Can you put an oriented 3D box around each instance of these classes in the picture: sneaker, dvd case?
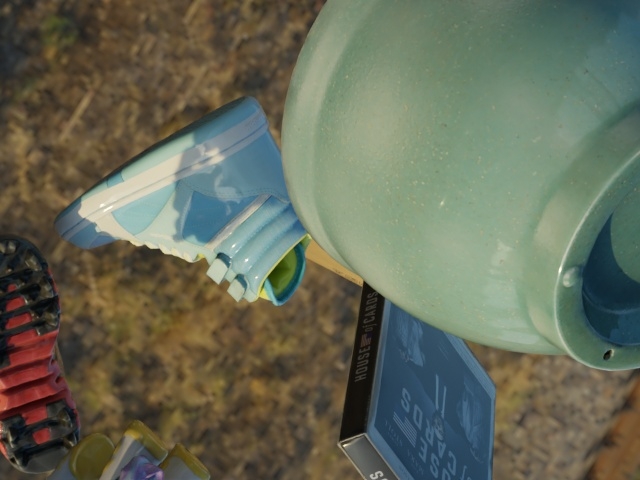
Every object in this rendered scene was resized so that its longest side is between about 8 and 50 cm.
[{"bbox_3d":[-0.136,-0.002,1.644,0.319,0.208,0.127,-24,-166,44],"label":"sneaker"},{"bbox_3d":[-0.324,0.107,1.661,0.097,0.135,0.276,-15,120,-17],"label":"sneaker"},{"bbox_3d":[0.081,0.134,1.221,0.029,0.179,0.239,-24,-151,22],"label":"dvd case"}]

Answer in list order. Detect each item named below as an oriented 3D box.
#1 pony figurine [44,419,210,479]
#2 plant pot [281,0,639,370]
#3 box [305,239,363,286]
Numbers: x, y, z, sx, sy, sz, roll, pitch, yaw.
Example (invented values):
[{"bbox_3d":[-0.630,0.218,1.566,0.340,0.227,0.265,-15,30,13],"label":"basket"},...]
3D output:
[{"bbox_3d":[-0.227,0.317,1.242,0.363,0.303,0.351,-45,-164,-5],"label":"pony figurine"},{"bbox_3d":[0.150,-0.048,0.912,0.293,0.196,0.293,-18,131,-23],"label":"plant pot"},{"bbox_3d":[0.000,0.000,1.841,0.021,0.201,0.164,-61,173,-13],"label":"box"}]
